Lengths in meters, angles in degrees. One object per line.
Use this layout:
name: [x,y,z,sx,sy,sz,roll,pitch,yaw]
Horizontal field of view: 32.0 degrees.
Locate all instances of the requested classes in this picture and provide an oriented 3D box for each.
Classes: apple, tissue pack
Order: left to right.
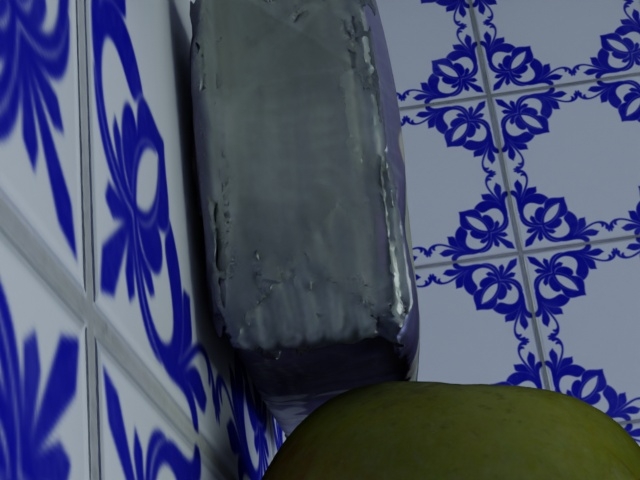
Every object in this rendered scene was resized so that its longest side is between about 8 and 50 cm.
tissue pack: [0.000,0.000,0.774,0.344,0.125,0.242,75,7,-70]
apple: [0.076,0.176,0.613,0.261,0.260,0.194,70,27,-78]
